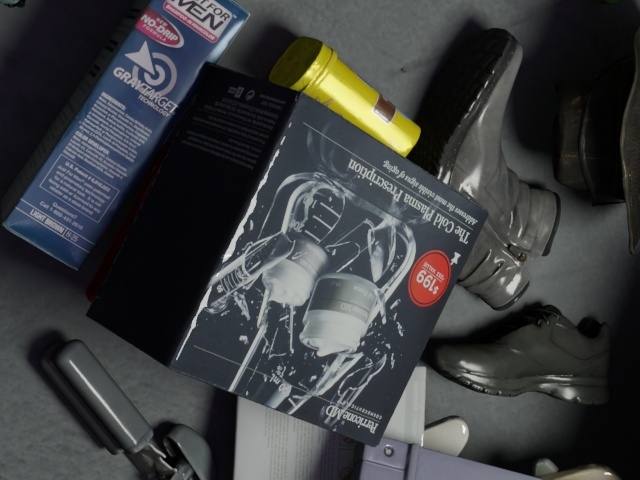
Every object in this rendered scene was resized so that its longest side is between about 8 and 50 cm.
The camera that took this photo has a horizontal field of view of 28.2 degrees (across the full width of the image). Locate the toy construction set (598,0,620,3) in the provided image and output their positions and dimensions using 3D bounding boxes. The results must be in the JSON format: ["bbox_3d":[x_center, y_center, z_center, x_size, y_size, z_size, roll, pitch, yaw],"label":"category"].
[{"bbox_3d":[0.492,-0.383,1.596,0.309,0.237,0.257,-15,106,-12],"label":"toy construction set"}]

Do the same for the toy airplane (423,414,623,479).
[{"bbox_3d":[0.166,0.419,1.698,0.386,0.272,0.384,22,84,16],"label":"toy airplane"}]

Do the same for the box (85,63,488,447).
[{"bbox_3d":[-0.027,0.025,1.436,0.343,0.179,0.312,27,88,-42],"label":"box"}]

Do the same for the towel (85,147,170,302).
[{"bbox_3d":[-0.143,0.013,1.532,0.275,0.031,0.199,22,99,-53],"label":"towel"}]

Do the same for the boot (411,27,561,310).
[{"bbox_3d":[0.227,-0.091,1.666,0.222,0.118,0.338,20,103,-26],"label":"boot"}]

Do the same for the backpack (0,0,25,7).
[{"bbox_3d":[-0.348,-0.318,1.427,0.084,0.114,0.105,27,94,-20],"label":"backpack"}]

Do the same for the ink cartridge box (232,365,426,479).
[{"bbox_3d":[0.010,0.287,1.615,0.239,0.060,0.275,2,82,4],"label":"ink cartridge box"}]

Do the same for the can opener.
[{"bbox_3d":[-0.235,0.226,1.620,0.283,0.076,0.095,55,52,-19],"label":"can opener"}]

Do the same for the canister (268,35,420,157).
[{"bbox_3d":[0.031,-0.169,1.569,0.170,0.126,0.073,37,90,-23],"label":"canister"}]

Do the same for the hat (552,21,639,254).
[{"bbox_3d":[0.360,-0.142,1.628,0.134,0.331,0.331,3,104,22],"label":"hat"}]

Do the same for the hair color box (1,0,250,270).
[{"bbox_3d":[-0.230,-0.148,1.468,0.105,0.174,0.347,33,92,-18],"label":"hair color box"}]

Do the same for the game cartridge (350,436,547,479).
[{"bbox_3d":[0.196,0.383,1.523,0.355,0.068,0.230,16,60,-11],"label":"game cartridge"}]

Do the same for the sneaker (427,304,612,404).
[{"bbox_3d":[0.274,0.148,1.734,0.286,0.109,0.130,7,94,-27],"label":"sneaker"}]
